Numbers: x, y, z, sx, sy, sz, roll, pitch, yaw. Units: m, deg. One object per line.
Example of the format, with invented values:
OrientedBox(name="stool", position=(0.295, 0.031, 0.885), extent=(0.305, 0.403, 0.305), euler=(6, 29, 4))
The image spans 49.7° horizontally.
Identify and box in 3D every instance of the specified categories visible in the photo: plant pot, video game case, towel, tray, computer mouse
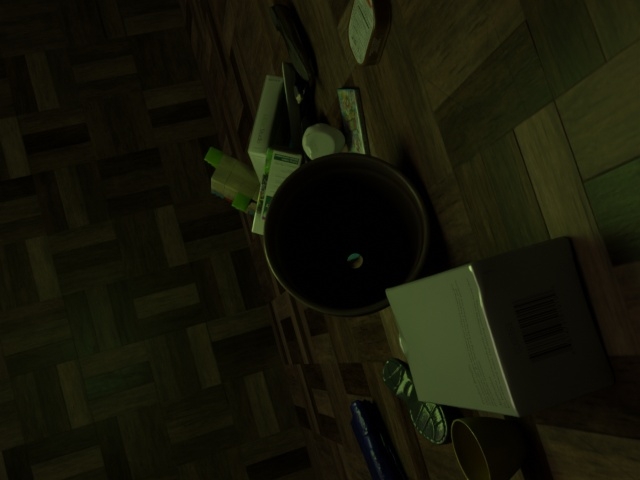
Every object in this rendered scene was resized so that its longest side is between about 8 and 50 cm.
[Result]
OrientedBox(name="plant pot", position=(0.065, 0.016, 1.446), extent=(0.280, 0.323, 0.323), euler=(63, -172, -73))
OrientedBox(name="video game case", position=(0.077, -0.270, 1.604), extent=(0.119, 0.015, 0.166), euler=(-145, 42, -69))
OrientedBox(name="towel", position=(0.176, 0.644, 2.075), extent=(0.227, 0.076, 0.308), euler=(84, 164, -59))
OrientedBox(name="tray", position=(-0.066, -0.362, 1.930), extent=(0.145, 0.030, 0.270), euler=(-59, -37, -75))
OrientedBox(name="computer mouse", position=(-0.022, -0.298, 1.810), extent=(0.184, 0.060, 0.262), euler=(74, -172, -51))
OrientedBox(name="plant pot", position=(0.303, 0.365, 1.211), extent=(0.134, 0.095, 0.134), euler=(165, 90, -76))

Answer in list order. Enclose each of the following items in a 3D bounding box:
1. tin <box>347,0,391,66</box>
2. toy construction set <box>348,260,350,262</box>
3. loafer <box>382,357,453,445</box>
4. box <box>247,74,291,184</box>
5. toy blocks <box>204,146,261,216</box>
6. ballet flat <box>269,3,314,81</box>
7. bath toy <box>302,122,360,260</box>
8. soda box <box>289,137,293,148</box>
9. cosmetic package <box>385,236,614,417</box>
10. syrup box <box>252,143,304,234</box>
OrientedBox(name="tin", position=(0.092, -0.418, 1.348), extent=(0.189, 0.040, 0.106), euler=(107, 141, -65))
OrientedBox(name="toy construction set", position=(0.000, 0.000, 1.948), extent=(0.327, 0.151, 0.215), euler=(98, 169, -58))
OrientedBox(name="loafer", position=(0.236, 0.353, 1.546), extent=(0.096, 0.084, 0.267), euler=(-66, 33, 17))
OrientedBox(name="box", position=(-0.138, -0.298, 1.992), extent=(0.322, 0.059, 0.232), euler=(85, -164, -76))
OrientedBox(name="toy blocks", position=(-0.219, -0.153, 2.331), extent=(0.261, 0.382, 0.190), euler=(133, 162, -77))
OrientedBox(name="ballet flat", position=(-0.066, -0.529, 1.830), extent=(0.084, 0.058, 0.249), euler=(99, 149, -66))
OrientedBox(name="bath toy", position=(0.027, -0.126, 1.718), extent=(0.129, 0.152, 0.348), euler=(-56, -42, -64))
OrientedBox(name="soda box", position=(-0.133, -0.273, 2.305), extent=(0.210, 0.071, 0.067), euler=(105, 147, -64))
OrientedBox(name="cosmetic package", position=(0.250, 0.139, 1.073), extent=(0.385, 0.156, 0.217), euler=(146, 109, -77))
OrientedBox(name="syrup box", position=(-0.110, -0.130, 1.848), extent=(0.096, 0.093, 0.236), euler=(-68, -9, -75))
